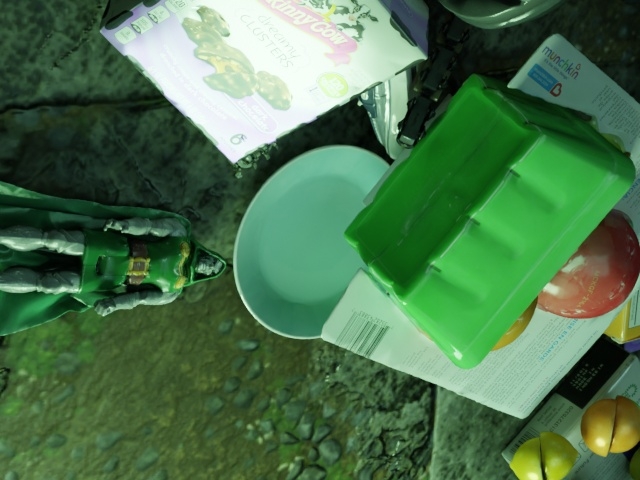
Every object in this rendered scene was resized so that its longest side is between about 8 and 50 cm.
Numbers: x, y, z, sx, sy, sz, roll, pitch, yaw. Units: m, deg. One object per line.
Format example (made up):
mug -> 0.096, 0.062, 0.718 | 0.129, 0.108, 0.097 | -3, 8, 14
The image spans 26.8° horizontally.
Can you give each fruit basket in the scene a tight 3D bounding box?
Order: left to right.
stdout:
fruit basket -> 0.196, 0.003, 1.246 | 0.327, 0.165, 0.353 | -52, 142, 12

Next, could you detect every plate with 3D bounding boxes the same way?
plate -> 0.000, 0.000, 1.230 | 0.188, 0.024, 0.188 | -13, 116, -28

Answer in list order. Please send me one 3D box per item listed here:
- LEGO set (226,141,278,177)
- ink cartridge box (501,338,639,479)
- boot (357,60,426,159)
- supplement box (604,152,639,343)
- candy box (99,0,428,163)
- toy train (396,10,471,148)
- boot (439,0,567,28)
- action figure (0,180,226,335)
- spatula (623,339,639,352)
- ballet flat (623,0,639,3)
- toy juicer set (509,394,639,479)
LEGO set -> -0.056, -0.091, 1.157 | 0.054, 0.023, 0.083 | -9, 114, -29
ink cartridge box -> 0.367, 0.287, 1.549 | 0.176, 0.069, 0.371 | -47, 124, -7
boot -> 0.044, -0.150, 1.178 | 0.190, 0.086, 0.069 | 85, 25, -51
supplement box -> 0.322, -0.017, 1.391 | 0.080, 0.078, 0.233 | -10, 115, -31
candy box -> -0.041, -0.171, 1.035 | 0.196, 0.070, 0.165 | -26, 127, 28
toy train -> 0.101, -0.145, 1.158 | 0.027, 0.036, 0.158 | 25, 67, 0
boot -> 0.328, -0.269, 1.119 | 0.367, 0.146, 0.445 | -52, 144, 14
action figure -> -0.181, 0.017, 1.105 | 0.232, 0.063, 0.137 | 0, 106, -36
spatula -> 0.384, 0.001, 1.435 | 0.084, 0.030, 0.296 | -18, 138, -26
ballet flat -> 0.365, -0.270, 1.328 | 0.203, 0.074, 0.074 | -17, 117, -33
toy juicer set -> 0.251, 0.305, 1.397 | 0.329, 0.089, 0.209 | -44, 126, -5
